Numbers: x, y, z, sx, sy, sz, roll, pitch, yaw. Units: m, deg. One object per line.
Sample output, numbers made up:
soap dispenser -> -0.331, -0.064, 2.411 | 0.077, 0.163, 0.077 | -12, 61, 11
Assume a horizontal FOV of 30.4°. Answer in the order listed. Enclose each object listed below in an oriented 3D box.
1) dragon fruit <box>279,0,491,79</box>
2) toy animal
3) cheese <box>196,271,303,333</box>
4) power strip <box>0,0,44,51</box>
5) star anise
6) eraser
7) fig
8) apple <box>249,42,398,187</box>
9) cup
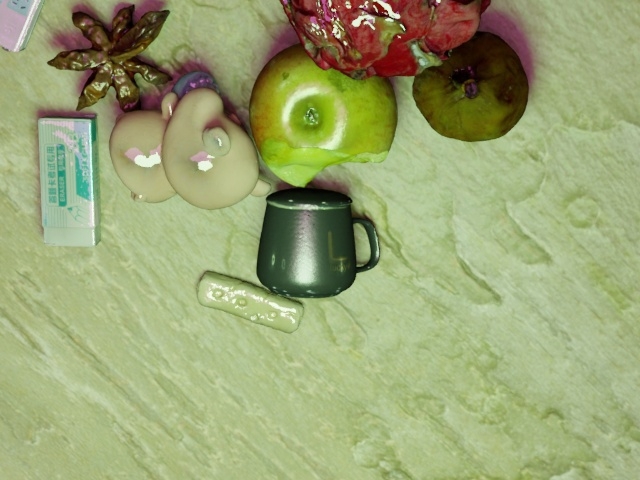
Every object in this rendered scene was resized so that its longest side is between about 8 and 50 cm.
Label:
dragon fruit -> 0.088, -0.386, 1.722 | 0.329, 0.329, 0.329 | 1, 104, 5
toy animal -> -0.228, -0.143, 1.936 | 0.221, 0.210, 0.229 | -33, 65, 4
cheese -> -0.125, 0.109, 2.075 | 0.194, 0.043, 0.065 | 18, 100, 2
power strip -> -0.499, -0.451, 1.966 | 0.109, 0.037, 0.279 | 26, 105, -3
star anise -> -0.348, -0.303, 1.963 | 0.196, 0.111, 0.212 | 24, 112, 6
eraser -> -0.432, -0.104, 2.041 | 0.095, 0.052, 0.225 | 1, 104, 3
fig -> 0.250, -0.254, 1.840 | 0.191, 0.290, 0.190 | 1, 81, -6
apple -> 0.003, -0.197, 1.889 | 0.246, 0.226, 0.246 | 0, 99, 0
cup -> 0.000, 0.000, 1.990 | 0.223, 0.169, 0.176 | -4, 98, -30
